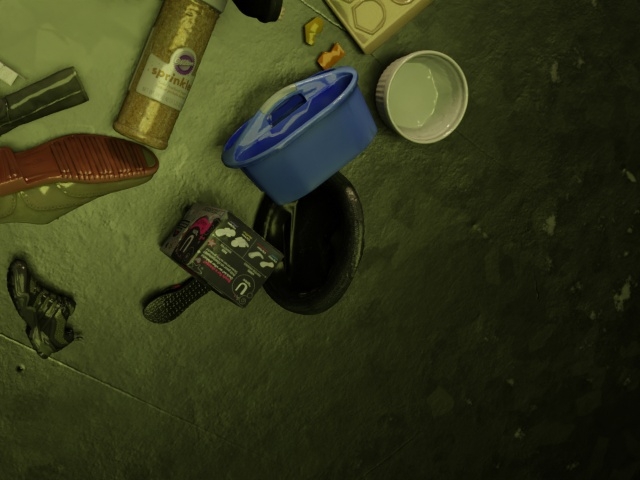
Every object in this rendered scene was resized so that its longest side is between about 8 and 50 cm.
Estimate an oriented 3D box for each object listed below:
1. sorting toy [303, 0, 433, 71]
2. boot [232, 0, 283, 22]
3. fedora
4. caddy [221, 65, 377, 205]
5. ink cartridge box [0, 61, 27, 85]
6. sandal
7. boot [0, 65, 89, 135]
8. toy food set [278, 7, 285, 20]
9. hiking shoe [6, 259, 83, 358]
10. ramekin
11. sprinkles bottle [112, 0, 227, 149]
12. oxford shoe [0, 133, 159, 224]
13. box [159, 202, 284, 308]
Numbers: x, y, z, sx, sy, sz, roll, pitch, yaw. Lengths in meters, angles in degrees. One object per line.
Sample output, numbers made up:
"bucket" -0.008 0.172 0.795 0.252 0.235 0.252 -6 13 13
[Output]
"sorting toy" 0.080 -0.535 1.649 0.307 0.041 0.229 -40 110 1
"boot" -0.246 -0.510 1.352 0.260 0.348 0.131 -22 155 -25
"fedora" 0.000 0.000 1.674 0.152 0.334 0.334 5 105 -55
"caddy" -0.050 -0.238 1.570 0.341 0.241 0.179 -38 119 -7
"ink cartridge box" -0.619 -0.328 1.446 0.083 0.048 0.028 34 91 -23
"sandal" -0.323 0.129 1.682 0.179 0.040 0.067 -32 118 -25
"boot" -0.565 -0.280 1.422 0.208 0.190 0.076 -20 80 -6
"toy food set" -0.104 -0.582 1.573 0.132 0.038 0.192 19 102 -16
"hiking shoe" -0.585 0.133 1.573 0.114 0.086 0.227 -24 117 -26
"ramekin" 0.225 -0.333 1.710 0.207 0.109 0.207 -5 106 -19
"sprinkles bottle" -0.305 -0.368 1.509 0.121 0.121 0.356 21 97 -23
"oxford shoe" -0.530 -0.117 1.513 0.396 0.141 0.147 -8 137 -22
"box" -0.217 0.027 1.563 0.163 0.247 0.142 40 79 -24
